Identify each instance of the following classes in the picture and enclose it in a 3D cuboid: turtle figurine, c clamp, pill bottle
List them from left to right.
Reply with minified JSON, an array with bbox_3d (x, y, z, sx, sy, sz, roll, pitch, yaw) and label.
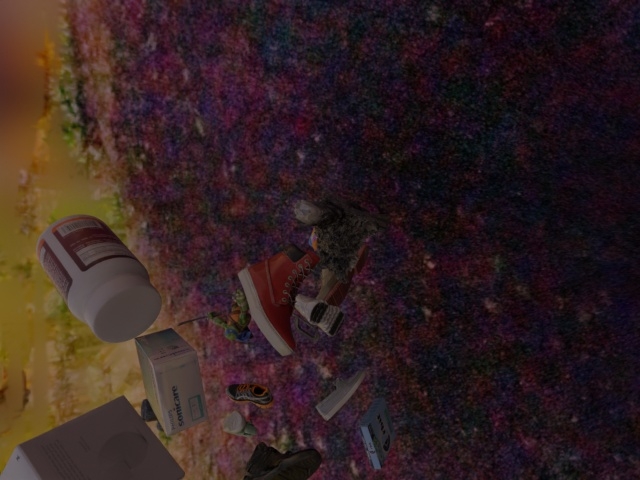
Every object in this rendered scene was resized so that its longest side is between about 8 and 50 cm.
[{"bbox_3d":[-0.644,0.105,1.246,0.392,0.224,0.224,35,118,33],"label":"pill bottle"},{"bbox_3d":[-0.348,0.240,1.638,0.274,0.266,0.198,22,117,2],"label":"turtle figurine"},{"bbox_3d":[-0.066,0.374,1.874,0.160,0.022,0.137,33,130,20],"label":"c clamp"}]

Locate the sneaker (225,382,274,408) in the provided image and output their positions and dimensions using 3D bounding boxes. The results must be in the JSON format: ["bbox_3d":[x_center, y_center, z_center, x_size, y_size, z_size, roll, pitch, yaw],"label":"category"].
[{"bbox_3d":[-0.296,0.631,1.786,0.214,0.084,0.083,5,121,14],"label":"sneaker"}]

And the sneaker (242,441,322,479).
[{"bbox_3d":[-0.101,0.543,1.053,0.227,0.087,0.130,-36,27,15],"label":"sneaker"}]

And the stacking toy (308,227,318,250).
[{"bbox_3d":[0.012,-0.002,2.133,0.165,0.302,0.175,25,103,6],"label":"stacking toy"}]

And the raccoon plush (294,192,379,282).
[{"bbox_3d":[0.000,0.000,1.512,0.216,0.446,0.299,41,113,40],"label":"raccoon plush"}]

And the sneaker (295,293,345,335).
[{"bbox_3d":[-0.001,0.269,1.577,0.118,0.292,0.110,22,75,34],"label":"sneaker"}]

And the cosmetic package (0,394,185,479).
[{"bbox_3d":[-0.436,0.465,0.824,0.224,0.224,0.138,42,108,17],"label":"cosmetic package"}]

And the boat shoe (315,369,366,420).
[{"bbox_3d":[0.074,0.544,1.554,0.081,0.227,0.079,42,157,14],"label":"boat shoe"}]

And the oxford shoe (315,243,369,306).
[{"bbox_3d":[0.054,0.160,1.796,0.146,0.397,0.141,25,152,23],"label":"oxford shoe"}]

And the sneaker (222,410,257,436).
[{"bbox_3d":[-0.353,0.862,1.996,0.256,0.151,0.094,-43,31,55],"label":"sneaker"}]

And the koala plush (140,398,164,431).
[{"bbox_3d":[-0.578,0.579,1.655,0.196,0.203,0.221,77,166,-50],"label":"koala plush"}]

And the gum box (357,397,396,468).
[{"bbox_3d":[0.204,0.675,1.507,0.041,0.184,0.157,-15,95,29],"label":"gum box"}]

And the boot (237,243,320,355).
[{"bbox_3d":[-0.061,0.109,0.900,0.244,0.176,0.088,58,175,44],"label":"boot"}]

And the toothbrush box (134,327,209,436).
[{"bbox_3d":[-0.457,0.412,1.291,0.295,0.126,0.217,5,105,58],"label":"toothbrush box"}]

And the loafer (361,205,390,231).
[{"bbox_3d":[0.201,-0.121,1.944,0.084,0.267,0.096,-63,28,12],"label":"loafer"}]
